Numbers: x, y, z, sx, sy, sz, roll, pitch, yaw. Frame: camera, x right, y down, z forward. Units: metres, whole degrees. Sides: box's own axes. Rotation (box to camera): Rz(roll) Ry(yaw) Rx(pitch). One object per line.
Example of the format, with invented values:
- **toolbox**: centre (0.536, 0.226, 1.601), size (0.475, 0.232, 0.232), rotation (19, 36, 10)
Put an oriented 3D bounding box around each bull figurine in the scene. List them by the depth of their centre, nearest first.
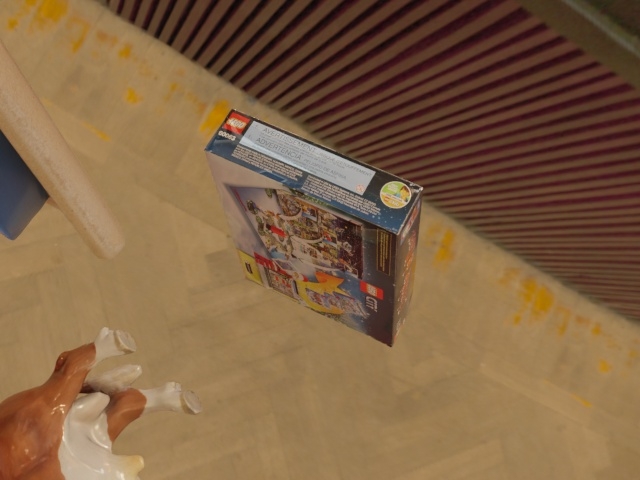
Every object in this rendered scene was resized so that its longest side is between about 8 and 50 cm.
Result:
- **bull figurine**: centre (-0.150, 0.221, 0.628), size (0.188, 0.101, 0.310), rotation (-38, 65, 9)

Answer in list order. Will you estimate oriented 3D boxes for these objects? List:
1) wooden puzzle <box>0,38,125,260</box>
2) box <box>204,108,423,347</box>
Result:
- **wooden puzzle**: centre (-0.304, -0.126, 0.522), size (0.347, 0.322, 0.081), rotation (29, 70, 20)
- **box**: centre (0.000, 0.000, 0.718), size (0.159, 0.233, 0.044), rotation (24, 67, 14)
